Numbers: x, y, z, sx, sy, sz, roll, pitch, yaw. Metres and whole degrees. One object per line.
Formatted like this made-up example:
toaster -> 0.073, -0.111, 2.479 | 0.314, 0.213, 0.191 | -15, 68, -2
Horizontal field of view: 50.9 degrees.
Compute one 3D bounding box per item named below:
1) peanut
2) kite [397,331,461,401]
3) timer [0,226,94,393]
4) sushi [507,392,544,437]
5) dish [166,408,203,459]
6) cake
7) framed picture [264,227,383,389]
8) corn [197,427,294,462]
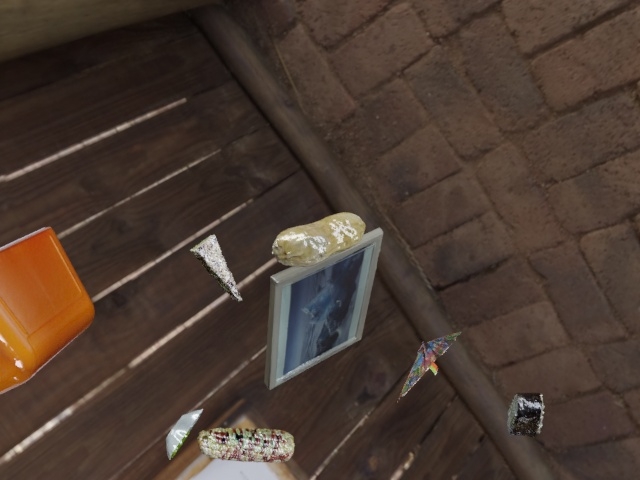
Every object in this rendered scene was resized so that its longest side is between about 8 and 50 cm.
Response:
peanut -> 0.000, 0.000, 1.449 | 0.099, 0.214, 0.099 | 48, 149, 43
kite -> 0.259, 0.298, 1.652 | 0.014, 0.241, 0.183 | 35, 169, 36
timer -> -0.476, 0.125, 0.920 | 0.250, 0.257, 0.161 | -27, 101, 10
sushi -> 0.511, 0.431, 1.671 | 0.078, 0.090, 0.150 | 6, 142, 11
dish -> -0.337, 0.457, 1.624 | 0.039, 0.137, 0.091 | 31, 149, 3
cake -> -0.199, 0.061, 1.288 | 0.140, 0.055, 0.051 | 66, 154, -2
framed picture -> 0.004, 0.185, 1.744 | 0.028, 0.326, 0.446 | 47, 148, 32
corn -> -0.188, 0.512, 1.683 | 0.086, 0.253, 0.086 | -34, 52, 58
